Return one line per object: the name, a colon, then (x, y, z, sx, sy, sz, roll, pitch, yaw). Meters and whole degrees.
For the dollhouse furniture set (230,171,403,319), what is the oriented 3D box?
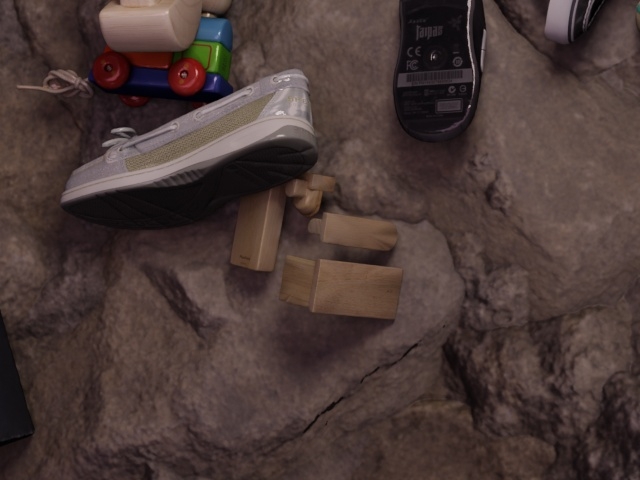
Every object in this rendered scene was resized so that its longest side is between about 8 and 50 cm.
dollhouse furniture set: (0.000, 0.000, 2.009, 0.151, 0.123, 0.144, 13, 94, 48)

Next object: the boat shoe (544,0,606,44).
boat shoe: (0.330, -0.333, 1.890, 0.102, 0.108, 0.301, 26, 89, 14)

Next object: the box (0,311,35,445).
box: (-0.639, 0.069, 2.028, 0.479, 0.297, 0.472, -17, 85, 13)

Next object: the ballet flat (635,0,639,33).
ballet flat: (0.445, -0.209, 1.870, 0.248, 0.086, 0.086, 11, 93, 13)

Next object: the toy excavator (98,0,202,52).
toy excavator: (-0.192, -0.480, 1.901, 0.222, 0.433, 0.445, 1, 50, 14)

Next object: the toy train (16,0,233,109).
toy train: (-0.215, -0.228, 2.027, 0.248, 0.105, 0.143, 6, 82, 14)

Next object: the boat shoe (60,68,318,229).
boat shoe: (-0.145, -0.094, 1.991, 0.320, 0.118, 0.103, -19, 59, 30)

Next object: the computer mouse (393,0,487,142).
computer mouse: (0.166, -0.234, 1.953, 0.184, 0.060, 0.262, -8, 77, 18)
